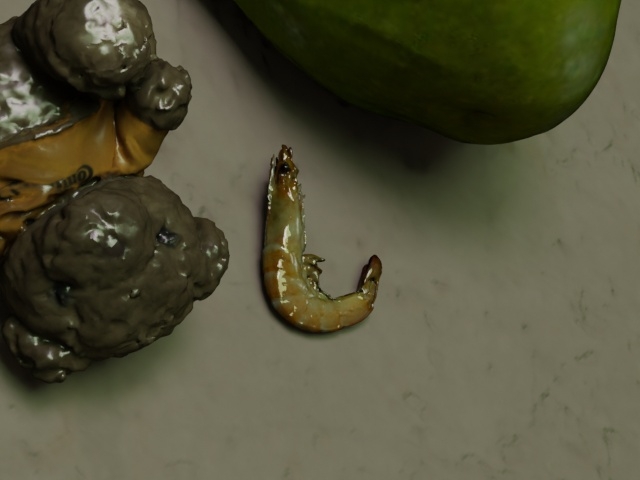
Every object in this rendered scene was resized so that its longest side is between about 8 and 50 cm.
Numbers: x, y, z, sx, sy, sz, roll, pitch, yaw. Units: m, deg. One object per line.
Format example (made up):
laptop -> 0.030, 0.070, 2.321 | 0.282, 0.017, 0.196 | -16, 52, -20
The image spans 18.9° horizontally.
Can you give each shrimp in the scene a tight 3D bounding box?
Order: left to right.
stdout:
shrimp -> 0.000, 0.000, 1.126 | 0.083, 0.023, 0.114 | 5, 69, -34

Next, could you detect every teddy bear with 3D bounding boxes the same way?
teddy bear -> -0.138, -0.026, 0.995 | 0.177, 0.140, 0.190 | -31, 92, -14

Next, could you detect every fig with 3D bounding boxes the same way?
fig -> 0.038, -0.198, 1.123 | 0.314, 0.233, 0.233 | 33, 52, -21
